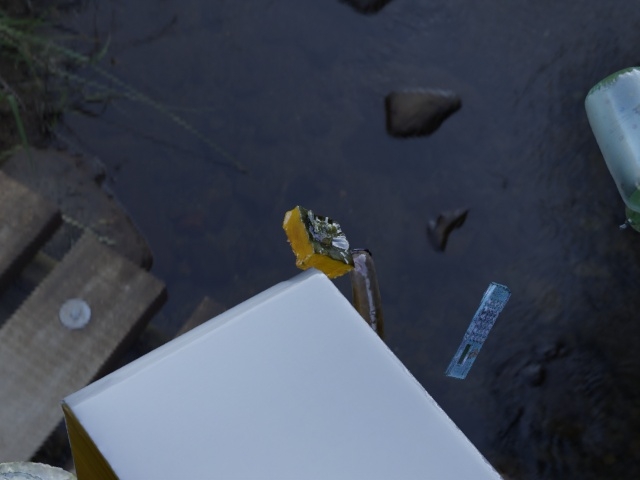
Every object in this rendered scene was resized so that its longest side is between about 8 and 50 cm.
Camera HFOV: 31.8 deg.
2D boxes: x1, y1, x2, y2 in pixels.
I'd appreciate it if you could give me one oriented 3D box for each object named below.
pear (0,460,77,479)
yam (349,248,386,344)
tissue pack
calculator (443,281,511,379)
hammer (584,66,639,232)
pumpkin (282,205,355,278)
[{"bbox_3d":[-0.290,0.348,1.076,0.267,0.178,0.267,3,59,-5],"label":"pear"},{"bbox_3d":[0.078,0.134,1.763,0.046,0.046,0.264,-18,115,-17],"label":"yam"},{"bbox_3d":[0.008,0.160,0.511,0.136,0.159,0.246,-30,62,-25],"label":"tissue pack"},{"bbox_3d":[0.255,0.148,1.815,0.018,0.057,0.172,35,101,44],"label":"calculator"},{"bbox_3d":[0.462,-0.092,1.623,0.119,0.335,0.206,-17,63,4],"label":"hammer"},{"bbox_3d":[0.000,0.000,1.377,0.074,0.054,0.083,16,39,-40],"label":"pumpkin"}]
